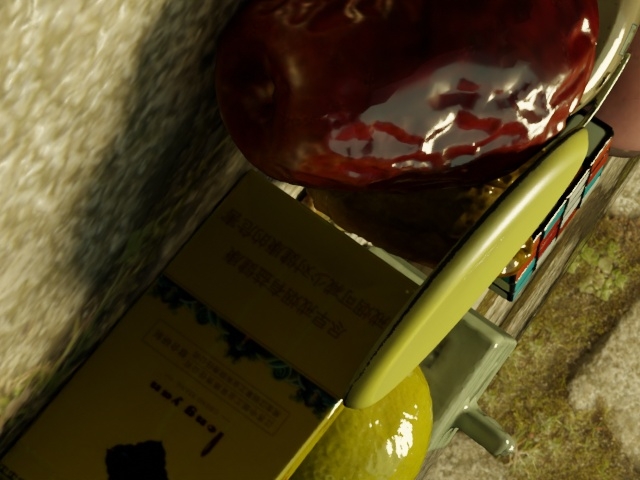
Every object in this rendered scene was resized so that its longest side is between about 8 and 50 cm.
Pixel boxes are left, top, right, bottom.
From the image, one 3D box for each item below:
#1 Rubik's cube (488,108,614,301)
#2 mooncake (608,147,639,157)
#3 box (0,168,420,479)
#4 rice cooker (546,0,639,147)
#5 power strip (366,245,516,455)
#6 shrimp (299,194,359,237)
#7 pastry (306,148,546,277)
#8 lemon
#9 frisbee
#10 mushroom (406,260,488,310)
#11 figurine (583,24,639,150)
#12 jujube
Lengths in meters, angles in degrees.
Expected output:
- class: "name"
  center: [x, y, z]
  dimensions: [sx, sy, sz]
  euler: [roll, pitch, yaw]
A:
- class: "Rubik's cube"
  center: [0.158, -0.060, 1.541]
  dimensions: [0.155, 0.154, 0.151]
  euler: [-52, 168, -10]
- class: "mooncake"
  center: [0.378, -0.215, 2.008]
  dimensions: [0.245, 0.133, 0.245]
  euler: [-58, 169, -19]
- class: "box"
  center: [-0.071, 0.097, 1.117]
  dimensions: [0.279, 0.153, 0.041]
  euler: [-51, 167, -19]
- class: "rice cooker"
  center: [0.180, -0.177, 1.338]
  dimensions: [0.206, 0.145, 0.127]
  euler: [-64, 174, 7]
- class: "power strip"
  center: [0.109, 0.124, 1.663]
  dimensions: [0.140, 0.224, 0.139]
  euler: [-56, 167, 3]
- class: "shrimp"
  center: [0.001, 0.001, 1.404]
  dimensions: [0.124, 0.034, 0.178]
  euler: [-53, 166, 3]
- class: "pastry"
  center: [0.086, -0.045, 1.259]
  dimensions: [0.103, 0.189, 0.189]
  euler: [-68, 164, 16]
- class: "lemon"
  center: [-0.001, 0.173, 1.490]
  dimensions: [0.184, 0.184, 0.248]
  euler: [-32, 152, -59]
- class: "frisbee"
  center: [0.096, 0.020, 1.081]
  dimensions: [0.236, 0.017, 0.236]
  euler: [-47, 170, -11]
- class: "mushroom"
  center: [0.097, 0.093, 1.842]
  dimensions: [0.247, 0.096, 0.108]
  euler: [-49, -169, -12]
- class: "figurine"
  center: [0.297, -0.201, 1.543]
  dimensions: [0.211, 0.269, 0.261]
  euler: [-36, 169, -38]
- class: "jujube"
  center: [0.053, -0.115, 1.011]
  dimensions: [0.255, 0.190, 0.190]
  euler: [-21, 149, -35]
